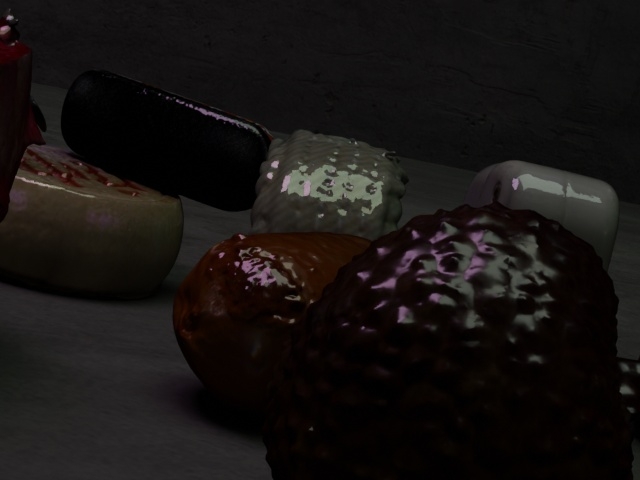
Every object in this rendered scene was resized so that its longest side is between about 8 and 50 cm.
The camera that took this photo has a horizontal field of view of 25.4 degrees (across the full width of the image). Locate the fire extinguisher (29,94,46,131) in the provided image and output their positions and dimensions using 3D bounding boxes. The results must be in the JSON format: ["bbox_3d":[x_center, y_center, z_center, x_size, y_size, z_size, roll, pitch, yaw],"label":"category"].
[{"bbox_3d":[-0.477,-0.157,1.406,0.376,0.200,0.113,-13,7,-16],"label":"fire extinguisher"}]

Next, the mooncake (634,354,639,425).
[{"bbox_3d":[0.455,0.147,1.438,0.290,0.161,0.290,15,10,-3],"label":"mooncake"}]

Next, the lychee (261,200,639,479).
[{"bbox_3d":[0.089,0.104,0.922,0.261,0.260,0.260,14,10,-2],"label":"lychee"}]

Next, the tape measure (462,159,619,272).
[{"bbox_3d":[0.174,0.058,1.310,0.130,0.258,0.265,12,3,-5],"label":"tape measure"}]

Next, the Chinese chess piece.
[{"bbox_3d":[-0.282,-0.025,1.531,0.270,0.112,0.270,15,10,-3],"label":"Chinese chess piece"}]

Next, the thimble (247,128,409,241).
[{"bbox_3d":[0.000,0.000,1.459,0.150,0.219,0.219,13,10,0],"label":"thimble"}]

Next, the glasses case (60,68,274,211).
[{"bbox_3d":[-0.170,-0.111,1.564,0.267,0.103,0.067,22,8,22],"label":"glasses case"}]

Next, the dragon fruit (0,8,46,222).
[{"bbox_3d":[-0.398,-0.045,1.115,0.371,0.249,0.386,-8,15,-24],"label":"dragon fruit"}]

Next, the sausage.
[{"bbox_3d":[-0.013,0.069,1.236,0.141,0.153,0.268,50,26,23],"label":"sausage"}]
